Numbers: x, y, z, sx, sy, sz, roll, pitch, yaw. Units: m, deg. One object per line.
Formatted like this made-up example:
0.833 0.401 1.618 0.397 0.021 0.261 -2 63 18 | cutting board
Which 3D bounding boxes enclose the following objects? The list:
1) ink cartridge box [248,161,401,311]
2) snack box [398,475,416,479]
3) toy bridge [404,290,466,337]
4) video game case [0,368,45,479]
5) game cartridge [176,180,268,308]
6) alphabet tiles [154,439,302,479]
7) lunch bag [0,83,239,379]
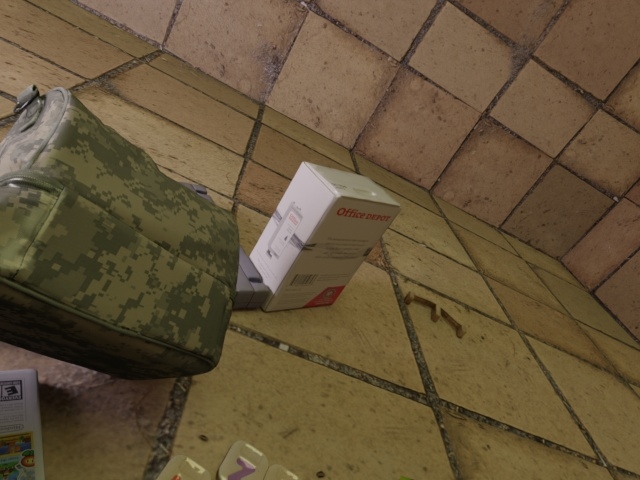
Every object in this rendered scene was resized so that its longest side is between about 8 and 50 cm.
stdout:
0.000 0.000 0.880 0.207 0.282 0.117 4 37 -47 | ink cartridge box
0.132 0.378 0.568 0.101 0.037 0.141 0 10 29 | snack box
0.316 0.197 1.191 0.188 0.026 0.063 33 23 1 | toy bridge
-0.371 0.208 0.375 0.227 0.026 0.206 10 33 -42 | video game case
-0.274 -0.006 0.846 0.230 0.068 0.355 2 38 -41 | game cartridge
-0.072 0.353 0.458 0.284 0.021 0.278 33 25 1 | alphabet tiles
-0.243 0.003 0.514 0.305 0.213 0.255 42 46 -44 | lunch bag
